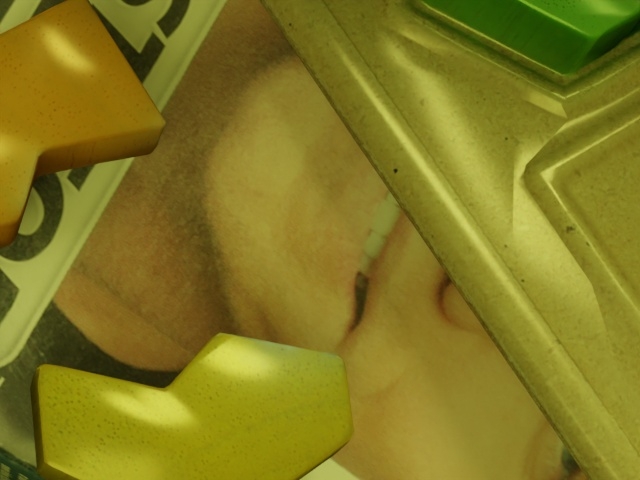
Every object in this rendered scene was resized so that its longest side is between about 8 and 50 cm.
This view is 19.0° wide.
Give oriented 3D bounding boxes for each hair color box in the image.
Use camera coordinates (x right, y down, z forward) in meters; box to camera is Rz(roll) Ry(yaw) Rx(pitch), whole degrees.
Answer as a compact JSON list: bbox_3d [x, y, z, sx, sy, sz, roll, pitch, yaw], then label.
[{"bbox_3d":[0.000,0.000,0.458,0.347,0.105,0.174,29,76,-3],"label":"hair color box"}]

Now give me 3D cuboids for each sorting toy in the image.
[{"bbox_3d":[0.069,-0.032,0.399,0.307,0.041,0.229,-30,83,-18],"label":"sorting toy"}]
